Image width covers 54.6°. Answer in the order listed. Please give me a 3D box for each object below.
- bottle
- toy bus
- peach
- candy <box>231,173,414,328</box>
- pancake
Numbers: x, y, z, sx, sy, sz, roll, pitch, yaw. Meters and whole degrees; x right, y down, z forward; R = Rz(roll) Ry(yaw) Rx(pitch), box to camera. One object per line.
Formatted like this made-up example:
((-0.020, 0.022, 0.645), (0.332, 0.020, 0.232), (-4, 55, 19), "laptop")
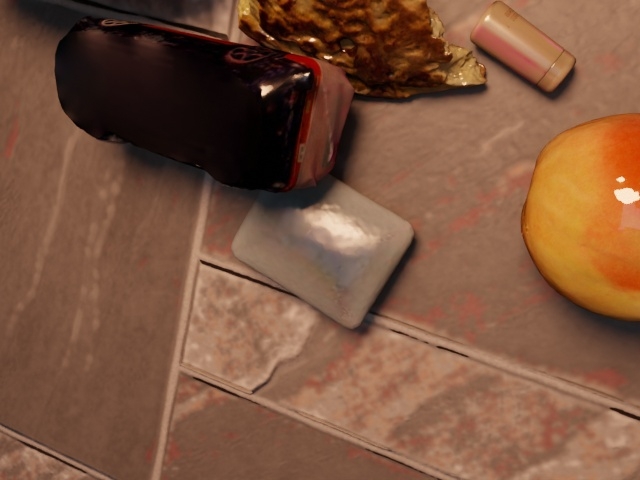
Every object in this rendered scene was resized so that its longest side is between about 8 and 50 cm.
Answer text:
((0.193, -0.183, 0.590), (0.096, 0.045, 0.045), (38, 112, 7), "bottle")
((-0.121, -0.144, 0.636), (0.303, 0.147, 0.127), (20, 110, 28), "toy bus")
((0.264, -0.023, 0.537), (0.184, 0.184, 0.184), (5, 104, 19), "peach")
((0.000, 0.000, 0.686), (0.174, 0.071, 0.138), (32, 100, 11), "candy")
((0.016, -0.221, 0.607), (0.212, 0.056, 0.257), (-7, 135, 43), "pancake")
